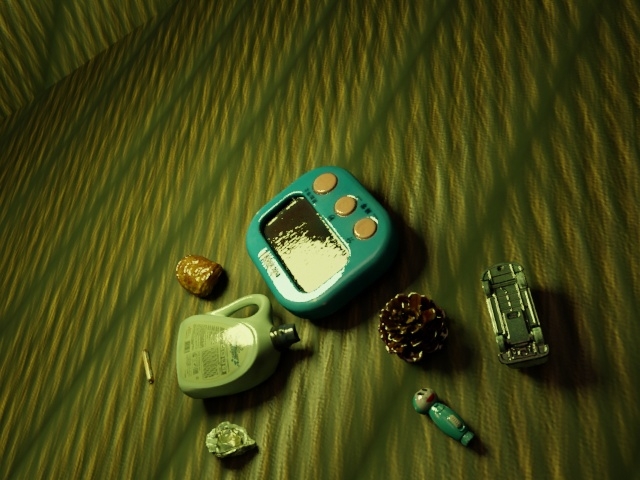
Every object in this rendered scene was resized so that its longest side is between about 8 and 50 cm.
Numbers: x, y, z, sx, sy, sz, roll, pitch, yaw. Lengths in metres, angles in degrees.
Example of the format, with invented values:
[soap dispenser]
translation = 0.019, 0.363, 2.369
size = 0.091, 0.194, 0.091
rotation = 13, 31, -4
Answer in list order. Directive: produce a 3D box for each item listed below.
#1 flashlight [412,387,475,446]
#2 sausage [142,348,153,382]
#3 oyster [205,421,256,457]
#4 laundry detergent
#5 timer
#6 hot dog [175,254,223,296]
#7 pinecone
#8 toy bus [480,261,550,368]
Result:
[flashlight]
translation = 0.223, 0.319, 1.013
size = 0.129, 0.051, 0.051
rotation = 38, 82, 32
[sausage]
translation = -0.425, 0.307, 1.375
size = 0.015, 0.015, 0.100
rotation = -33, 52, 6
[oyster]
translation = -0.191, 0.422, 1.178
size = 0.098, 0.037, 0.100
rotation = -26, 29, -12
[laundry detergent]
translation = -0.178, 0.224, 1.239
size = 0.280, 0.105, 0.215
rotation = -22, 51, 16
[timer]
translation = 0.000, 0.000, 1.280
size = 0.309, 0.115, 0.340
rotation = -38, 51, 0
[hot dog]
translation = -0.307, 0.087, 1.419
size = 0.147, 0.065, 0.099
rotation = 14, 68, 40
[pinecone]
translation = 0.175, 0.167, 1.082
size = 0.140, 0.120, 0.140
rotation = -12, 63, 26
[toy bus]
translation = 0.355, 0.139, 1.024
size = 0.087, 0.089, 0.194
rotation = -18, 54, 19
